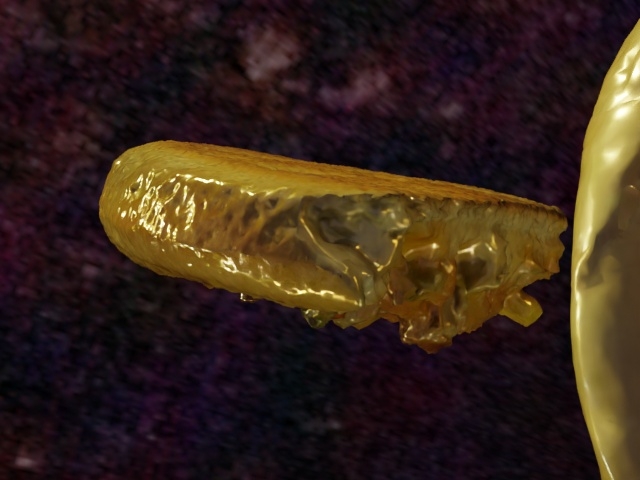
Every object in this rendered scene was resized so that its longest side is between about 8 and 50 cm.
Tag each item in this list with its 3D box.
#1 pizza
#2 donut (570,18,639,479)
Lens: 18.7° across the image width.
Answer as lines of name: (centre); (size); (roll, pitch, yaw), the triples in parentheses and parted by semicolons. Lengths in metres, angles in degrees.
pizza: (-0.034, -0.007, 1.004); (0.268, 0.258, 0.087); (13, 93, 28)
donut: (0.201, 0.042, 0.502); (0.160, 0.330, 0.330); (-16, 71, 32)
